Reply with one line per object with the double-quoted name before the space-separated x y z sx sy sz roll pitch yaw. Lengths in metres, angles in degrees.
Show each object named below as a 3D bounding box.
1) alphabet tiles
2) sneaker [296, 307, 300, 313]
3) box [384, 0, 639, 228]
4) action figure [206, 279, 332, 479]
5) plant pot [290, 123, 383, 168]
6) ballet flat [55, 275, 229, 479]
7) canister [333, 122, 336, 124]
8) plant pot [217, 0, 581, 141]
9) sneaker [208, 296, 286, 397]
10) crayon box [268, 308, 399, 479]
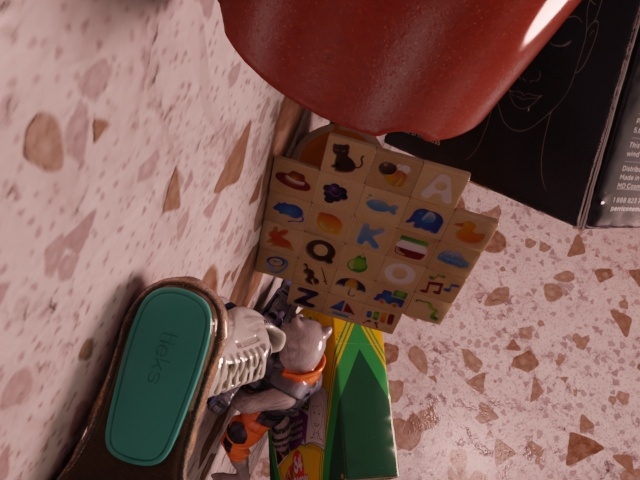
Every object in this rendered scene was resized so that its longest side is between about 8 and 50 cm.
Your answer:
"alphabet tiles" 0.061 0.009 0.889 0.342 0.285 0.011 106 1 -49
"sneaker" -0.064 0.193 1.647 0.040 0.043 0.109 85 25 -73
"box" 0.366 -0.312 0.966 0.480 0.297 0.472 40 -53 57
"action figure" -0.065 0.221 1.112 0.330 0.178 0.341 -60 179 43
"plant pot" 0.037 -0.062 0.959 0.188 0.205 0.205 69 41 -59
"ballet flat" -0.148 0.182 0.527 0.106 0.107 0.316 124 -10 -82
"canister" 0.064 -0.208 1.172 0.126 0.073 0.170 -24 137 -82
"plant pot" 0.068 -0.215 0.356 0.265 0.272 0.272 -62 -179 45
"sneaker" -0.106 0.125 0.728 0.235 0.094 0.090 -46 159 -72
"crayon box" -0.001 0.293 1.222 0.363 0.106 0.313 134 -45 -57
